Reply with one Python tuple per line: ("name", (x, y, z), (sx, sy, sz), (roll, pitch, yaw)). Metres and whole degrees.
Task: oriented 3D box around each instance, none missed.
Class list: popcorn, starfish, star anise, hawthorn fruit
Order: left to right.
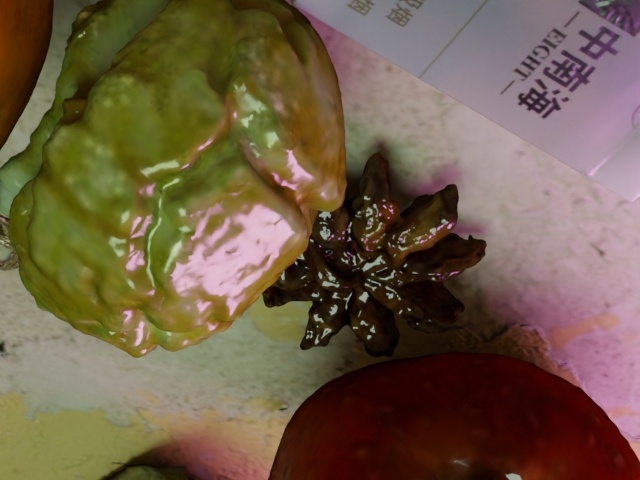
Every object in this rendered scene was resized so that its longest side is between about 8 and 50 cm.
("starfish", (-0.214, 0.005, 1.009), (0.086, 0.016, 0.092), (31, 140, -23))
("popcorn", (-0.082, -0.043, 0.776), (0.183, 0.204, 0.221), (31, 102, 3))
("star anise", (-0.002, -0.003, 0.916), (0.234, 0.073, 0.177), (34, 124, -8))
("hawthorn fruit", (0.098, 0.198, 0.924), (0.287, 0.287, 0.330), (10, 162, 4))

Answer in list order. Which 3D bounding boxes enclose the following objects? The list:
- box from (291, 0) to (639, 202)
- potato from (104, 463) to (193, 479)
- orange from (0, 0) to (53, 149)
("box", (0.126, -0.137, 0.752), (0.243, 0.067, 0.155), (29, 135, -15))
("potato", (-0.098, 0.313, 1.225), (0.255, 0.112, 0.269), (33, 136, -24))
("orange", (-0.286, -0.138, 0.730), (0.283, 0.226, 0.284), (6, 139, 5))
